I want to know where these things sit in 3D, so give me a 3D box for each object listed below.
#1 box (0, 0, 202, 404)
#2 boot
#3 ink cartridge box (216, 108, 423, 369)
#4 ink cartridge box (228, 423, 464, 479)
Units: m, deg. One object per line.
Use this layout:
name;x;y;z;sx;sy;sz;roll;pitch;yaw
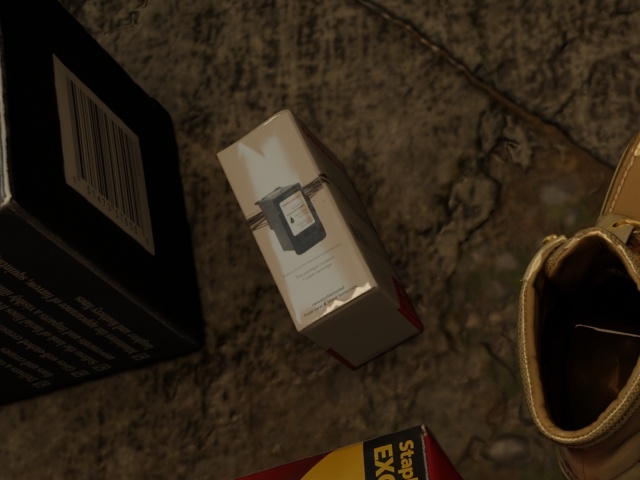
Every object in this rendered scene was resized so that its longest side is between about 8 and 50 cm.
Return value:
box;-0.326;-0.008;1.040;0.396;0.293;0.212;-16;65;12
boot;0.188;0.017;0.901;0.095;0.203;0.262;14;76;22
ink cartridge box;0.000;0.000;1.027;0.063;0.109;0.150;-31;63;10
ink cartridge box;0.034;0.274;0.822;0.272;0.130;0.309;-19;48;17
